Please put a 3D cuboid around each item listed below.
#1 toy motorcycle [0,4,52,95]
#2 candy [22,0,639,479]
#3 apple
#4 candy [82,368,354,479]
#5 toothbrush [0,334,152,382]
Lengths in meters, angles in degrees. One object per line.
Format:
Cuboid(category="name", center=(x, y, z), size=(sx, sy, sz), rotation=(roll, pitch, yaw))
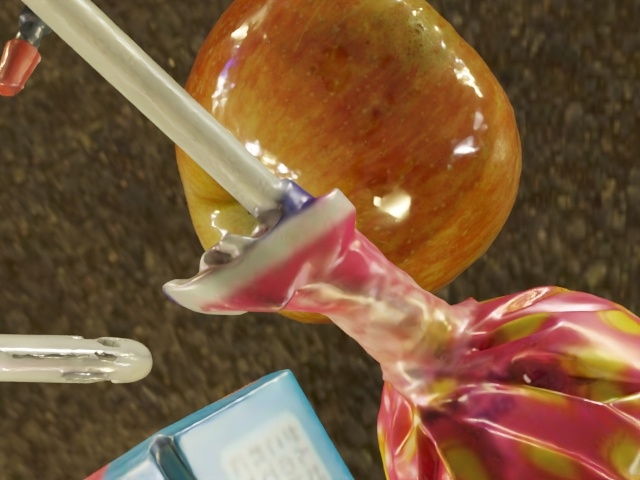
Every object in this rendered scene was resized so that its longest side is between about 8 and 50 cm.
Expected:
Cuboid(category="toy motorcycle", center=(-0.074, -0.172, 0.696), size=(0.123, 0.272, 0.182), rotation=(33, 54, -27))
Cuboid(category="candy", center=(0.000, 0.000, 0.637), size=(0.365, 0.124, 0.124), rotation=(43, 76, -23))
Cuboid(category="apple", center=(0.012, -0.066, 1.494), size=(0.250, 0.309, 0.277), rotation=(-43, 46, -7))
Cuboid(category="candy", center=(-0.095, 0.195, 0.894), size=(0.100, 0.306, 0.157), rotation=(-27, 84, -49))
Cuboid(category="toothbrush", center=(-0.240, 0.022, 0.581), size=(0.418, 0.042, 0.040), rotation=(4, 91, -32))
